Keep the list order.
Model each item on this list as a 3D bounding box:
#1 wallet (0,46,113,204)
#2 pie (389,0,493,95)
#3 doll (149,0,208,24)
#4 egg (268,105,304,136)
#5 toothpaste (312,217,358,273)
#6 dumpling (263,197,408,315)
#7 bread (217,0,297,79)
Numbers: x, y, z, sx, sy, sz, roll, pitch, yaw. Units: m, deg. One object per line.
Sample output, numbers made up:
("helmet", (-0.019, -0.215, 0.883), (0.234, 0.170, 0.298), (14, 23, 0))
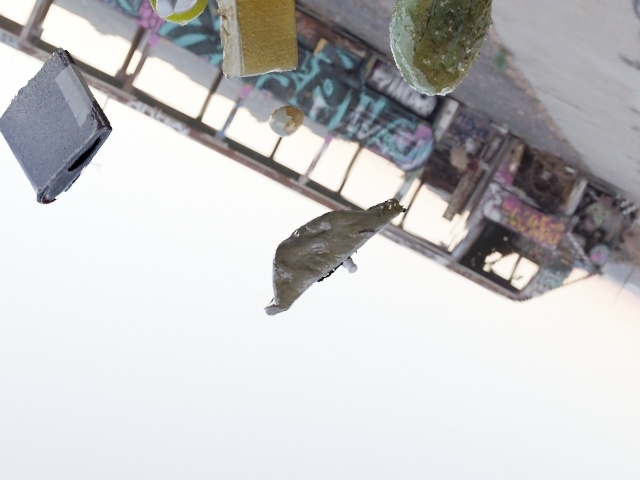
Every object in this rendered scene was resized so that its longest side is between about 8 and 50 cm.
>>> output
("wallet", (-0.552, -0.235, 1.671), (0.071, 0.262, 0.221), (-6, -120, -56))
("pie", (0.236, -0.400, 1.501), (0.277, 0.277, 0.078), (17, -173, -45))
("doll", (-0.227, -0.394, 1.191), (0.135, 0.098, 0.241), (52, 178, 9))
("egg", (-0.079, -0.281, 1.882), (0.071, 0.083, 0.071), (48, -163, -20))
("toothpaste", (0.029, 0.015, 1.918), (0.031, 0.048, 0.190), (-23, -134, -23))
("dumpling", (-0.001, -0.001, 1.551), (0.086, 0.332, 0.166), (54, 177, -32))
("bread", (-0.158, -0.544, 1.959), (0.184, 0.275, 0.114), (-18, -158, -34))
